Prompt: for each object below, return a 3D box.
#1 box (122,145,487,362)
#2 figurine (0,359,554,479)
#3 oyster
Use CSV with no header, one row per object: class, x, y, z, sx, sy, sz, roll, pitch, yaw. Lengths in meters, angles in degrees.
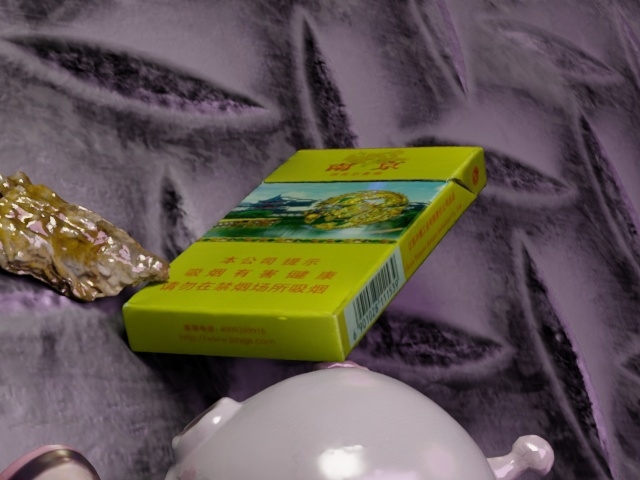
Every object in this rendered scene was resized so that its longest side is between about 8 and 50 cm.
box,0.000,0.000,1.144,0.335,0.187,0.047,-45,129,-55
figurine,-0.018,0.224,0.895,0.361,0.211,0.253,-13,93,-48
oyster,-0.202,0.000,1.045,0.122,0.045,0.146,-33,85,-41
